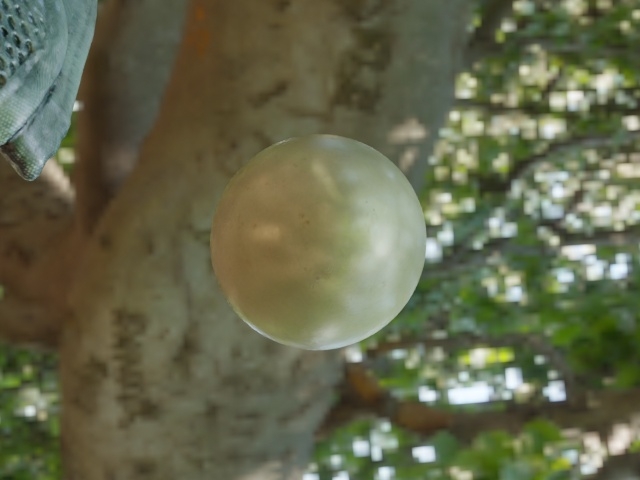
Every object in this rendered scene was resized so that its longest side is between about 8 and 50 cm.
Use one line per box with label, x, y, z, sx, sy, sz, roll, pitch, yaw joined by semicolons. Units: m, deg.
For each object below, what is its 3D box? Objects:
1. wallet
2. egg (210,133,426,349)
wallet;-0.258;-0.222;1.191;0.342;0.075;0.237;51;25;-26
egg;0.000;0.000;1.654;0.254;0.189;0.188;147;-61;-76
